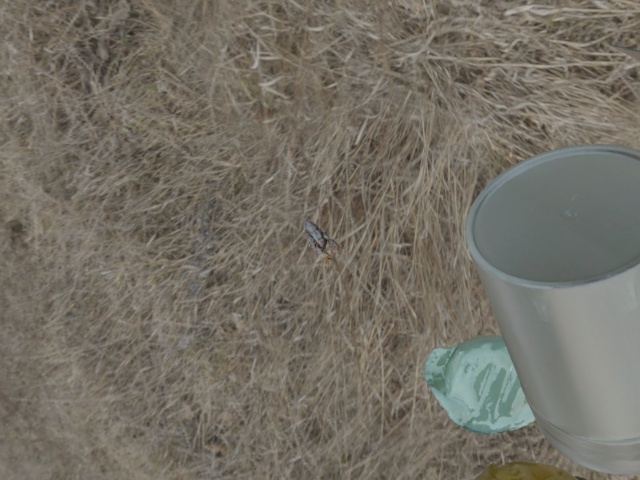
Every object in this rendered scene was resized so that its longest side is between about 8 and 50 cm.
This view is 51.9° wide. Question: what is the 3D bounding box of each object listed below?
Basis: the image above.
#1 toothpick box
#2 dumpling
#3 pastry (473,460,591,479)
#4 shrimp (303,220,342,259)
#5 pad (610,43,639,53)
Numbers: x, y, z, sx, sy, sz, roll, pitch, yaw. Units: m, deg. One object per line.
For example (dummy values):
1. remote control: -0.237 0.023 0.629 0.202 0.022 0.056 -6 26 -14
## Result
1. toothpick box: 0.162 0.047 0.386 0.111 0.111 0.180 -20 128 14
2. dumpling: 0.277 0.231 1.078 0.219 0.108 0.152 3 87 2
3. pastry: 0.285 0.469 0.906 0.285 0.184 0.315 32 95 -13
4. shrimp: 0.000 0.004 1.099 0.092 0.029 0.038 39 72 -28
5. pad: 0.483 -0.222 0.855 0.164 0.243 0.004 27 111 30
